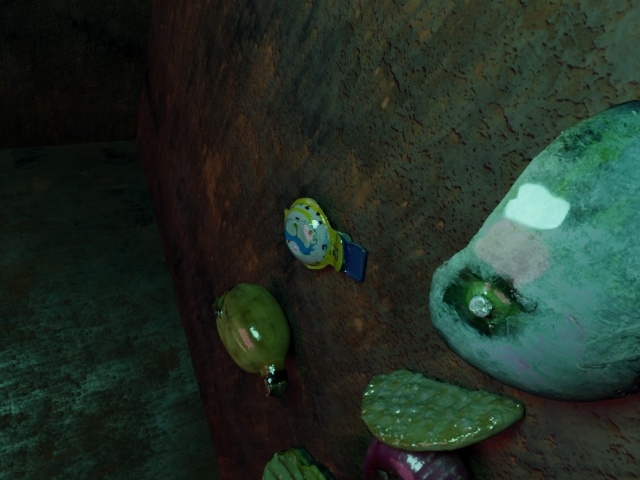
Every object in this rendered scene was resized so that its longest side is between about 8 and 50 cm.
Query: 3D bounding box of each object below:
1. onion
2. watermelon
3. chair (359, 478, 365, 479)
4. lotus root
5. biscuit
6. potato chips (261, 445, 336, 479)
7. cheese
[{"bbox_3d":[0.146,0.368,0.761,0.177,0.153,0.177,-3,83,30],"label":"onion"},{"bbox_3d":[0.230,0.054,0.457,0.188,0.175,0.321,50,142,43],"label":"watermelon"},{"bbox_3d":[0.116,0.588,0.886,0.247,0.159,0.172,48,136,43],"label":"chair"},{"bbox_3d":[-0.158,0.253,1.268,0.310,0.183,0.182,58,146,30],"label":"lotus root"},{"bbox_3d":[0.145,0.257,0.732,0.290,0.141,0.038,-6,112,60],"label":"biscuit"},{"bbox_3d":[-0.002,0.542,0.851,0.429,0.070,0.358,32,125,50],"label":"potato chips"},{"bbox_3d":[0.000,0.000,0.990,0.250,0.064,0.156,29,126,41],"label":"cheese"}]
